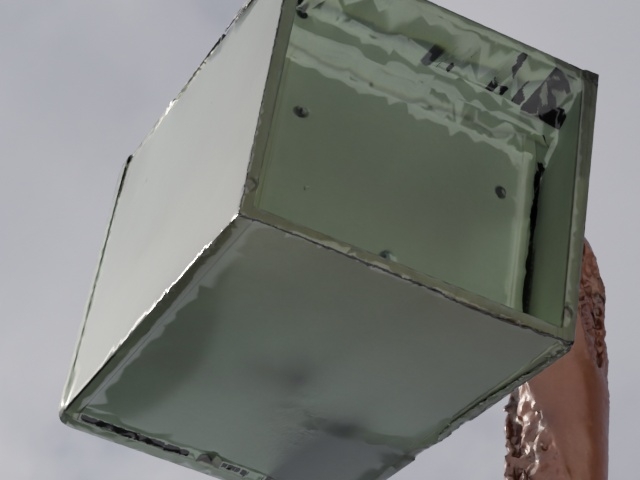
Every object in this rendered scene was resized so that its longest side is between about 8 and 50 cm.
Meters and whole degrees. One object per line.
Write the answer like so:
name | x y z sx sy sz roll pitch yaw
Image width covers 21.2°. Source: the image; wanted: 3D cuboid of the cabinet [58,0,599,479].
cabinet | 0.000 0.000 0.744 0.145 0.150 0.206 22 -34 -17

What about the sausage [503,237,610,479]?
sausage | 0.173 0.118 1.259 0.079 0.087 0.327 9 -117 -10
